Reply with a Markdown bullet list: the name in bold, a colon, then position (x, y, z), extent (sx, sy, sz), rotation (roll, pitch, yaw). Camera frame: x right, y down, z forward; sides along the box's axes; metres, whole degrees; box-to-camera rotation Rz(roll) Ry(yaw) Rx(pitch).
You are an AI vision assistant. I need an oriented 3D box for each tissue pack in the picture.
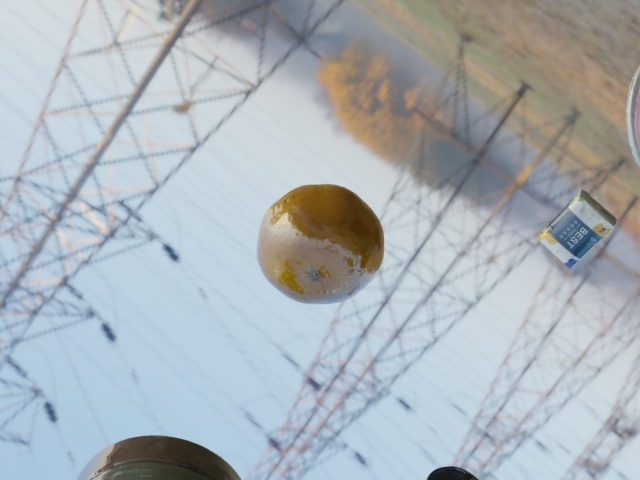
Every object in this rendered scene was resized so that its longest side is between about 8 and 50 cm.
- **tissue pack**: position (0.321, -0.014, 1.441), extent (0.062, 0.083, 0.042), rotation (44, -151, 5)

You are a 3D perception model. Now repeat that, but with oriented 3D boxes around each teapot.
- **teapot**: position (-0.247, 0.413, 1.341), extent (0.312, 0.315, 0.233), rotation (-84, -18, -65)

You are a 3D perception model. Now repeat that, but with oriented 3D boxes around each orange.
- **orange**: position (0.000, 0.000, 1.403), extent (0.159, 0.159, 0.136), rotation (32, -146, -18)

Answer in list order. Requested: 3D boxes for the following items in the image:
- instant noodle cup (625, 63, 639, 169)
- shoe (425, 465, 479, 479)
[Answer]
- **instant noodle cup**: position (0.483, -0.141, 1.225), extent (0.243, 0.243, 0.231), rotation (33, 178, -8)
- **shoe**: position (0.236, 0.402, 1.712), extent (0.179, 0.071, 0.049), rotation (43, 170, 11)
